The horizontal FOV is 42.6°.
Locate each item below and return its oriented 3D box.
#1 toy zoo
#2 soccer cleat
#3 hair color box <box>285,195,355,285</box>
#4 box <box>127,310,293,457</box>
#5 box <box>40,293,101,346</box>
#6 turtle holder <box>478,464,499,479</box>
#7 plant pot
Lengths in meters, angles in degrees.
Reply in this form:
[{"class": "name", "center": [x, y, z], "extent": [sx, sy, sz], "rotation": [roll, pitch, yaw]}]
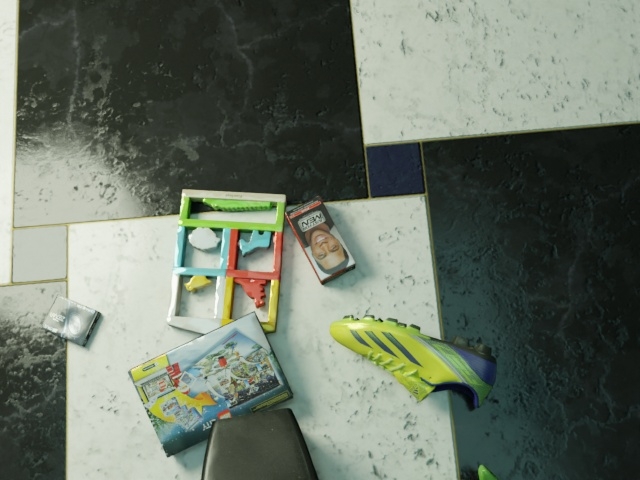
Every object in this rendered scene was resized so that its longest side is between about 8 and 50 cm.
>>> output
[{"class": "toy zoo", "center": [-0.165, 0.057, 1.454], "extent": [0.192, 0.030, 0.293], "rotation": [3, 75, 3]}, {"class": "soccer cleat", "center": [0.149, 0.202, 1.372], "extent": [0.289, 0.093, 0.121], "rotation": [14, 82, 7]}, {"class": "hair color box", "center": [0.000, 0.000, 1.457], "extent": [0.072, 0.043, 0.141], "rotation": [-27, 76, -6]}, {"class": "box", "center": [-0.183, 0.239, 1.378], "extent": [0.233, 0.044, 0.159], "rotation": [-25, 90, -4]}, {"class": "box", "center": [-0.440, 0.141, 1.448], "extent": [0.083, 0.018, 0.067], "rotation": [22, 76, 8]}, {"class": "turtle holder", "center": [0.266, 0.525, 1.229], "extent": [0.227, 0.243, 0.320], "rotation": [-46, 117, 6]}, {"class": "plant pot", "center": [-0.093, 0.369, 1.297], "extent": [0.188, 0.187, 0.167], "rotation": [-11, 61, -1]}]
